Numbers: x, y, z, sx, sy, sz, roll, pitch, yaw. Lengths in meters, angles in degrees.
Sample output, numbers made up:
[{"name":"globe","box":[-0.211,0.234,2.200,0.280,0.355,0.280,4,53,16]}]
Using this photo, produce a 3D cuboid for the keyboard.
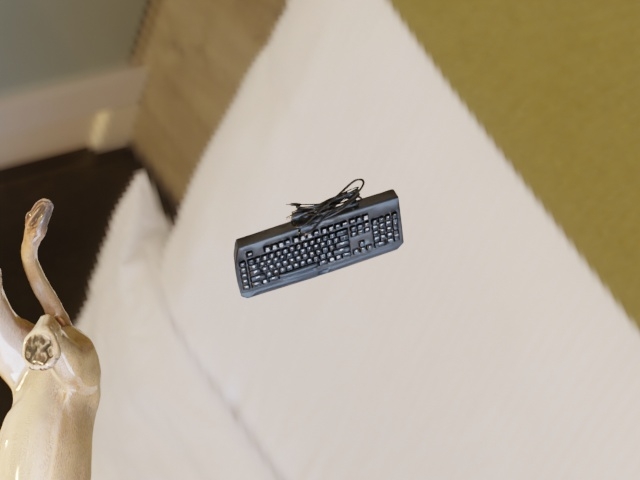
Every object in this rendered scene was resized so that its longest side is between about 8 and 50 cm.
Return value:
[{"name":"keyboard","box":[0.000,0.000,1.818,0.038,0.192,0.100,-131,26,-57]}]

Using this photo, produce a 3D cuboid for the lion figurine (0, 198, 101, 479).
[{"name":"lion figurine","box":[-0.239,0.182,1.427,0.142,0.240,0.392,10,75,17]}]
